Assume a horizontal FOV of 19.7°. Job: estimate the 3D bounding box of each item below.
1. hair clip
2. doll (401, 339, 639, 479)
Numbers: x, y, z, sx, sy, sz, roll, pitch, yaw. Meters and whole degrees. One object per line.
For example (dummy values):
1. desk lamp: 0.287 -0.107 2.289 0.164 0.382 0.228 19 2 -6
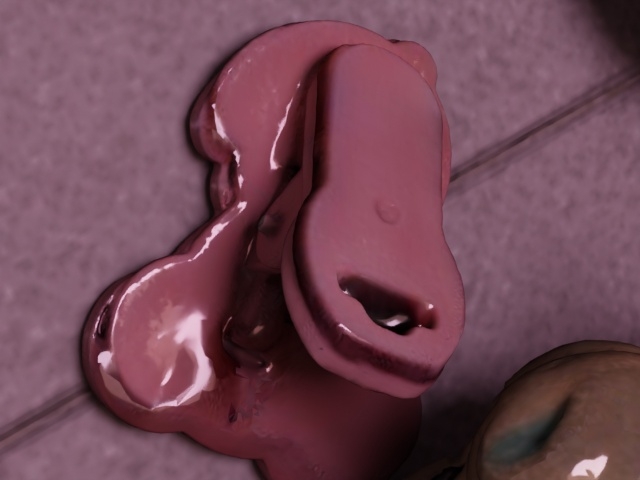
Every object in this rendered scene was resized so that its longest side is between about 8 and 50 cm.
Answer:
1. hair clip: -0.007 0.004 0.612 0.123 0.102 0.138 21 49 -31
2. doll: 0.155 0.120 0.604 0.349 0.247 0.247 -17 101 -13
